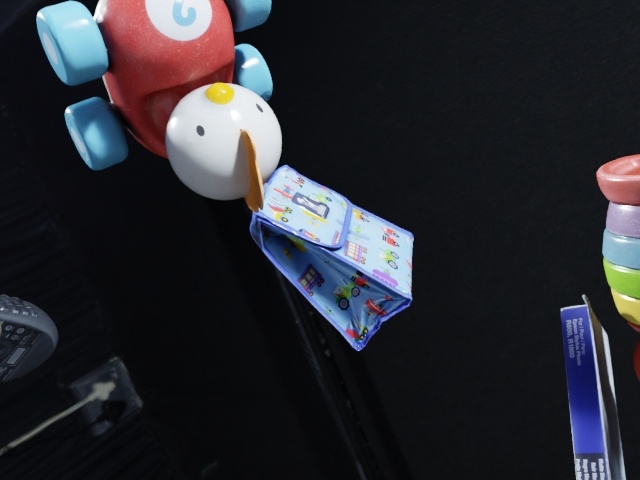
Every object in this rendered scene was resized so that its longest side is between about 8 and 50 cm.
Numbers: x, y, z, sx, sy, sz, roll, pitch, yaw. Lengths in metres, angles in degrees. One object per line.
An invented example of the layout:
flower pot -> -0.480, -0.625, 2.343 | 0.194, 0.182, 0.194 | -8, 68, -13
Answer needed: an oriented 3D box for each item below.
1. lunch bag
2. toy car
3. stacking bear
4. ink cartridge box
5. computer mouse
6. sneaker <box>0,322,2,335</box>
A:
lunch bag -> 0.000, 0.000, 1.097 | 0.293, 0.221, 0.138 | 36, -63, -11
toy car -> -0.110, -0.130, 0.651 | 0.238, 0.219, 0.210 | 47, -28, 30
stacking bear -> 0.415, 0.052, 0.770 | 0.175, 0.164, 0.288 | 3, -73, 49
ink cartridge box -> 0.338, 0.201, 0.837 | 0.045, 0.224, 0.223 | -9, -114, 25
computer mouse -> -0.275, 0.046, 0.424 | 0.071, 0.242, 0.041 | -47, -125, 8
sneaker -> -0.129, 0.061, 0.096 | 0.071, 0.188, 0.066 | 41, -50, -14
